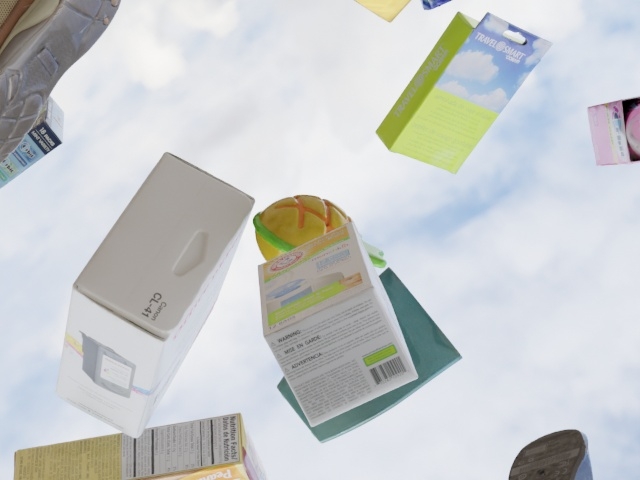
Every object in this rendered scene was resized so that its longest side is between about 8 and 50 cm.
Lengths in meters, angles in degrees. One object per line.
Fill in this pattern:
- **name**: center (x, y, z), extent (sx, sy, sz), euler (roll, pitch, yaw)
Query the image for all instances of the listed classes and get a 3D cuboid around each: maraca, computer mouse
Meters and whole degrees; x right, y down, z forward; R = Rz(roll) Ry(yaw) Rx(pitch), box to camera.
- **maraca**: center (0.000, 0.000, 1.572), extent (0.127, 0.185, 0.099), euler (42, -67, 35)
- **computer mouse**: center (0.212, 0.308, 1.448), extent (0.184, 0.060, 0.262), euler (-25, -165, 20)

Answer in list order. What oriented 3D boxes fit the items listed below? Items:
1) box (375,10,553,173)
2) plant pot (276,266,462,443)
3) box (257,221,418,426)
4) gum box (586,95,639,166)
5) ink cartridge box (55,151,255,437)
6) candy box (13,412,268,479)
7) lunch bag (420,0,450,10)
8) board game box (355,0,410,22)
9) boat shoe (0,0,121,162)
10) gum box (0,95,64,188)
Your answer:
- **box**: center (0.149, -0.160, 1.417), extent (0.178, 0.109, 0.042), euler (-55, -137, 22)
- **plant pot**: center (0.059, 0.181, 1.964), extent (0.234, 0.166, 0.165), euler (-38, 173, -3)
- **box**: center (0.011, 0.076, 1.310), extent (0.114, 0.103, 0.203), euler (-25, -162, 4)
- **gum box**: center (0.361, -0.117, 1.280), extent (0.188, 0.062, 0.107), euler (-11, -177, -5)
- **ink cartridge box**: center (-0.205, 0.072, 1.636), extent (0.226, 0.131, 0.306), euler (-60, 177, -33)
- **candy box**: center (-0.240, 0.340, 1.853), extent (0.316, 0.183, 0.087), euler (-11, -129, 4)
- **lunch bag**: center (0.123, -0.305, 1.289), extent (0.096, 0.129, 0.151), euler (-8, 170, -26)
- **board game box**: center (0.113, -0.354, 1.043), extent (0.316, 0.064, 0.242), euler (-45, -147, 26)
- **boat shoe**: center (-0.334, -0.173, 1.338), extent (0.116, 0.123, 0.324), euler (33, -108, 17)
- **gum box**: center (-0.418, -0.107, 1.757), extent (0.184, 0.041, 0.157), euler (-37, -159, 4)
